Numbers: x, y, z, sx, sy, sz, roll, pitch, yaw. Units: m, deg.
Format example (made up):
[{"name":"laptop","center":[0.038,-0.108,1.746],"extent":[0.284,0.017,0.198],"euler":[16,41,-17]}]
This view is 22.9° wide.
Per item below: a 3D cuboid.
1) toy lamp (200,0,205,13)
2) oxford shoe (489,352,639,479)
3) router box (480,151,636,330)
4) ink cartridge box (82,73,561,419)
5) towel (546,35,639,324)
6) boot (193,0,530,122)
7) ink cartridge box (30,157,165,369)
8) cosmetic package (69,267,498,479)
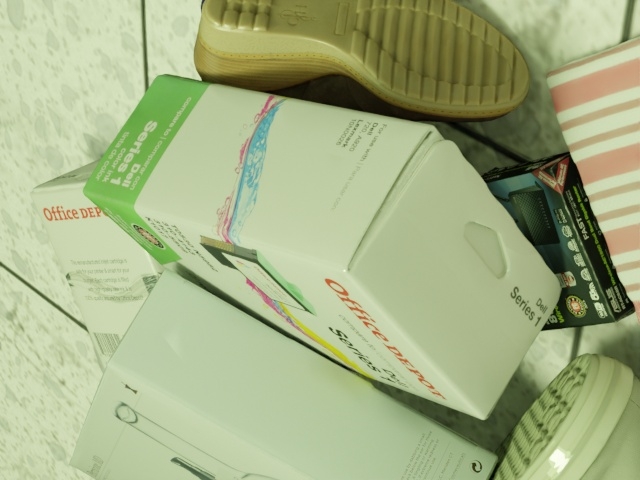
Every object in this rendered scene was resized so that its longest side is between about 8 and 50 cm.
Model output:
[{"name":"toy lamp","center":[0.003,-0.212,1.138],"extent":[0.080,0.080,0.275],"euler":[60,145,1]},{"name":"oxford shoe","center":[0.156,0.243,1.216],"extent":[0.130,0.169,0.449],"euler":[30,141,-1]},{"name":"router box","center":[0.165,0.002,1.120],"extent":[0.092,0.038,0.122],"euler":[-13,104,54]},{"name":"ink cartridge box","center":[0.000,0.000,1.117],"extent":[0.278,0.117,0.201],"euler":[16,158,44]},{"name":"towel","center":[0.231,-0.038,1.024],"extent":[0.144,0.029,0.197],"euler":[-14,100,54]},{"name":"boot","center":[0.030,-0.105,1.178],"extent":[0.248,0.090,0.207],"euler":[14,158,10]},{"name":"ink cartridge box","center":[-0.154,0.037,1.485],"extent":[0.172,0.100,0.237],"euler":[-3,112,52]},{"name":"cosmetic package","center":[-0.051,0.182,1.300],"extent":[0.284,0.097,0.377],"euler":[32,157,-1]}]
